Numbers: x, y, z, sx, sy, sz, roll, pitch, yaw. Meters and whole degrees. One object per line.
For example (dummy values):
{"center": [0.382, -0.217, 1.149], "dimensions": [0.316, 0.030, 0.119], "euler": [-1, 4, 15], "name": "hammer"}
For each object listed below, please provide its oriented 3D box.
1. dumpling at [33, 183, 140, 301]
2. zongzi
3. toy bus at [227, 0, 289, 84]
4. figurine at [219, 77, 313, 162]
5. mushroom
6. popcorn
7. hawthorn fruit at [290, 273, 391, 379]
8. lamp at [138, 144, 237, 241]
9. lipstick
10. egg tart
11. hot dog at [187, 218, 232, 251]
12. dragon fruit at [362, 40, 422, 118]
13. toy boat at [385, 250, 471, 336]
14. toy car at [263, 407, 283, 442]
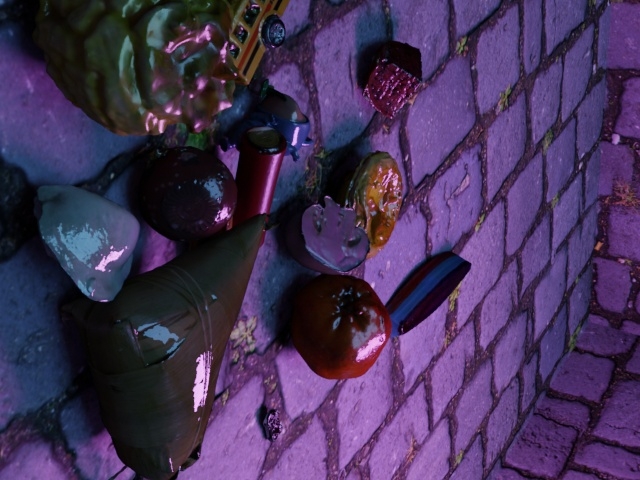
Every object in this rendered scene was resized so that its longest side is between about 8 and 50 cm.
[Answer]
{"center": [-0.332, 0.009, 1.343], "dimensions": [0.217, 0.105, 0.149], "euler": [30, 70, -60], "name": "dumpling"}
{"center": [-0.206, 0.213, 1.556], "dimensions": [0.418, 0.181, 0.447], "euler": [-35, 134, -40], "name": "zongzi"}
{"center": [-0.106, -0.417, 1.526], "dimensions": [0.123, 0.121, 0.335], "euler": [41, 69, -50], "name": "toy bus"}
{"center": [-0.092, -0.210, 1.664], "dimensions": [0.178, 0.114, 0.144], "euler": [-26, 124, -43], "name": "figurine"}
{"center": [0.000, 0.000, 1.889], "dimensions": [0.188, 0.117, 0.141], "euler": [29, 52, -40], "name": "mushroom"}
{"center": [-0.231, -0.275, 1.260], "dimensions": [0.293, 0.237, 0.292], "euler": [-34, 133, -45], "name": "popcorn"}
{"center": [0.044, 0.203, 1.990], "dimensions": [0.211, 0.211, 0.299], "euler": [-56, 156, -29], "name": "hawthorn fruit"}
{"center": [-0.210, -0.078, 1.494], "dimensions": [0.156, 0.135, 0.157], "euler": [13, 114, -19], "name": "lamp"}
{"center": [-0.115, -0.085, 1.625], "dimensions": [0.080, 0.080, 0.241], "euler": [-42, 157, -44], "name": "lipstick"}
{"center": [0.098, -0.080, 2.036], "dimensions": [0.241, 0.106, 0.241], "euler": [-33, 129, -53], "name": "egg tart"}
{"center": [-0.187, -0.016, 1.622], "dimensions": [0.055, 0.072, 0.188], "euler": [-43, 143, -76], "name": "hot dog"}
{"center": [0.148, -0.363, 2.029], "dimensions": [0.127, 0.120, 0.161], "euler": [33, 39, -19], "name": "dragon fruit"}
{"center": [0.285, 0.133, 2.486], "dimensions": [0.392, 0.079, 0.136], "euler": [-37, 135, -43], "name": "toy boat"}
{"center": [-0.103, 0.388, 1.988], "dimensions": [0.041, 0.025, 0.093], "euler": [-52, 147, -36], "name": "toy car"}
